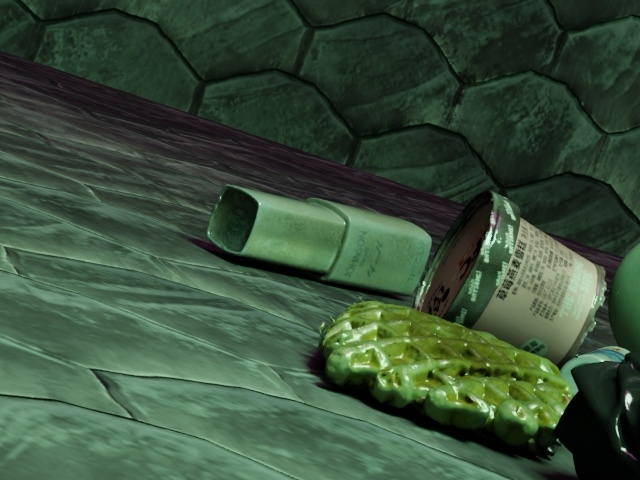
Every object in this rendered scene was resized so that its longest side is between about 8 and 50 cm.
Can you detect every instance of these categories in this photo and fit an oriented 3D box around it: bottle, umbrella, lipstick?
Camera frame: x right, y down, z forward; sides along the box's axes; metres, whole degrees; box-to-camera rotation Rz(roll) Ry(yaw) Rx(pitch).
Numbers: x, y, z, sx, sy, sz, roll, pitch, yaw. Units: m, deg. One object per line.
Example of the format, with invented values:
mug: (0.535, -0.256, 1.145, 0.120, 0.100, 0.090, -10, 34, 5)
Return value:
bottle: (0.258, 0.124, 1.674, 0.060, 0.060, 0.217, 22, 6, 15)
umbrella: (0.247, 0.156, 1.168, 0.118, 0.118, 0.340, 18, 7, -15)
lipstick: (0.000, 0.000, 1.854, 0.077, 0.079, 0.253, 27, 11, 41)

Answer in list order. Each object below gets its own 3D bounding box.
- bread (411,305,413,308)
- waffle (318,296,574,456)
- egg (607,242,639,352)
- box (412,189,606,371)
bread: (0.143, 0.070, 1.793, 0.082, 0.056, 0.115, 24, 7, 39)
waffle: (0.097, 0.100, 1.404, 0.208, 0.054, 0.214, 23, 12, -2)
egg: (0.421, 0.088, 1.831, 0.283, 0.203, 0.203, 24, 7, 13)
box: (0.173, 0.050, 1.680, 0.135, 0.151, 0.151, 27, 5, -12)
